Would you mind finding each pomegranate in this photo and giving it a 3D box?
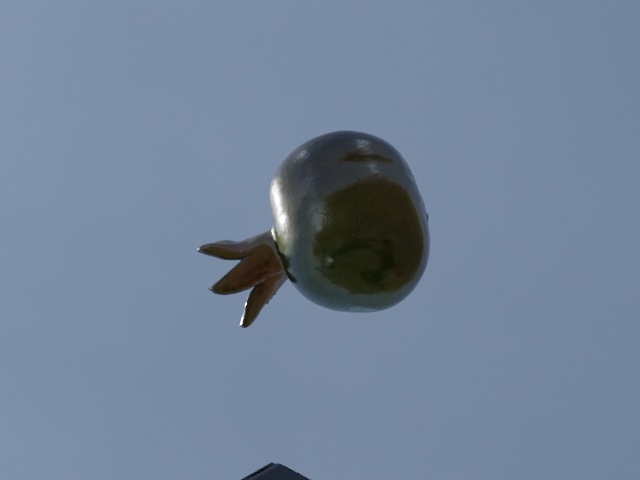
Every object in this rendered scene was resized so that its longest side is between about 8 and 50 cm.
[{"bbox_3d":[0.000,0.000,1.559,0.191,0.152,0.131,-31,-44,16],"label":"pomegranate"}]

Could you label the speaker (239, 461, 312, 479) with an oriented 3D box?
[{"bbox_3d":[-0.071,0.216,1.229,0.218,0.082,0.044,-22,-52,-47],"label":"speaker"}]
